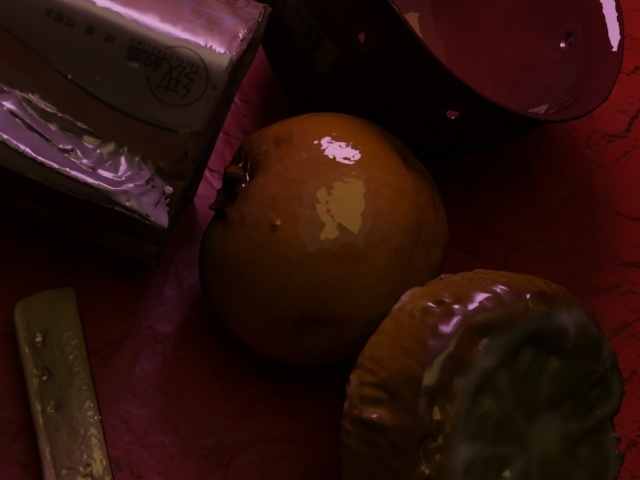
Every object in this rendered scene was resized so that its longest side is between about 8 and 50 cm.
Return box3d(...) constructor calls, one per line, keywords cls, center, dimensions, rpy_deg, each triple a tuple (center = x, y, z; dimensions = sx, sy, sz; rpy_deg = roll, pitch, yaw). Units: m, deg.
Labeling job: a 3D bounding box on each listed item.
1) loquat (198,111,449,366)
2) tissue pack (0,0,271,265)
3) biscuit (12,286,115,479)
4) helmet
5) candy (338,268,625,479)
box3d(cls="loquat", center=(0.000, 0.000, 1.439), dimensions=(0.208, 0.208, 0.208), rpy_deg=(8, 57, -13))
box3d(cls="tissue pack", center=(-0.228, -0.123, 1.406), dimensions=(0.305, 0.238, 0.238), rpy_deg=(23, 55, -3))
box3d(cls="biscuit", center=(-0.200, 0.128, 1.390), dimensions=(0.056, 0.052, 0.188), rpy_deg=(-12, 62, -5))
box3d(cls="helmet", center=(0.062, -0.217, 1.568), dimensions=(0.337, 0.230, 0.385), rpy_deg=(-11, 69, -47))
box3d(cls="candy", center=(0.129, 0.151, 1.377), dimensions=(0.260, 0.118, 0.260), rpy_deg=(-5, 99, -37))
